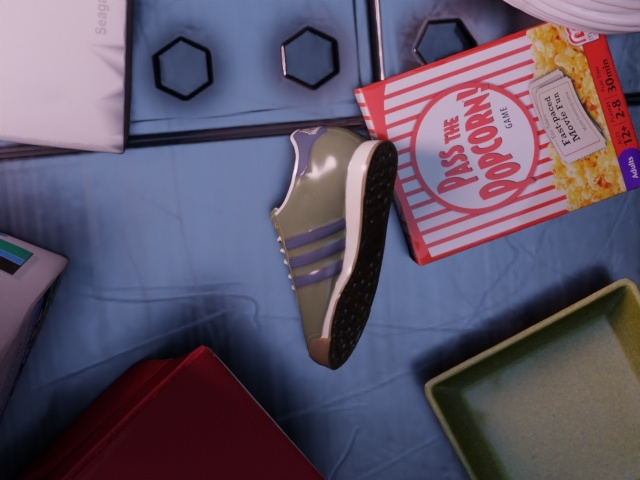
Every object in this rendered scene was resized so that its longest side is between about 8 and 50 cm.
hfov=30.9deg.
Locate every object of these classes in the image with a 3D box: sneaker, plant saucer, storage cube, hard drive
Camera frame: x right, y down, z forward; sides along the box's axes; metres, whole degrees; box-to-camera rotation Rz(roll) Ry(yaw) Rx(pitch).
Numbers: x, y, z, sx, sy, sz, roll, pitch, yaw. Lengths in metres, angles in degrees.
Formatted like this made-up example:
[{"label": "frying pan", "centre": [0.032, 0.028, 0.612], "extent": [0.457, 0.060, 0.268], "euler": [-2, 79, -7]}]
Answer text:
[{"label": "sneaker", "centre": [0.000, 0.000, 0.901], "extent": [0.086, 0.064, 0.192], "euler": [23, 116, 27]}, {"label": "plant saucer", "centre": [0.204, 0.151, 0.936], "extent": [0.188, 0.045, 0.188], "euler": [-28, 94, 0]}, {"label": "storage cube", "centre": [-0.113, 0.212, 0.826], "extent": [0.215, 0.184, 0.193], "euler": [48, 67, -8]}, {"label": "hard drive", "centre": [-0.287, -0.162, 0.811], "extent": [0.308, 0.040, 0.203], "euler": [6, 134, -5]}]

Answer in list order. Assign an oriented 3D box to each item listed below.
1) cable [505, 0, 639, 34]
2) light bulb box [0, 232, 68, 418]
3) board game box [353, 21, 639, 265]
[{"label": "cable", "centre": [0.215, -0.273, 0.846], "extent": [0.257, 0.089, 0.257], "euler": [45, 81, -1]}, {"label": "light bulb box", "centre": [-0.344, 0.153, 0.737], "extent": [0.225, 0.361, 0.358], "euler": [23, 95, -9]}, {"label": "board game box", "centre": [0.141, -0.081, 0.905], "extent": [0.193, 0.045, 0.146], "euler": [-20, 98, -2]}]
